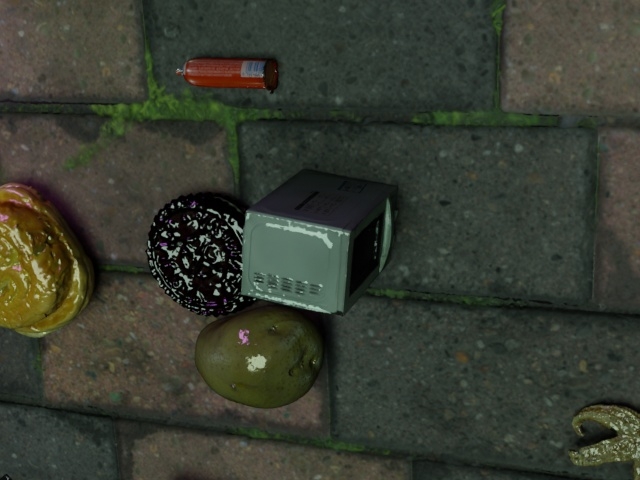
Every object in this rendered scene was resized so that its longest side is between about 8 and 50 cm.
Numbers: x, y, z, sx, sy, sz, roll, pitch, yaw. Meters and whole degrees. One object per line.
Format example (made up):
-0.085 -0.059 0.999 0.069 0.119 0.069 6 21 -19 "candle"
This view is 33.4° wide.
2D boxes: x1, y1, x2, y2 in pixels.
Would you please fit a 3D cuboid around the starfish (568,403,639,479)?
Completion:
0.432 0.268 1.397 0.210 0.053 0.150 14 105 20 "starfish"

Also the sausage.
-0.131 -0.227 1.453 0.145 0.048 0.050 4 148 20 "sausage"

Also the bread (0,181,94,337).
-0.456 0.033 1.621 0.198 0.120 0.236 -32 95 25 "bread"

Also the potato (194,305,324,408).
-0.097 0.163 1.523 0.194 0.157 0.157 8 111 35 "potato"

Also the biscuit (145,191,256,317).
-0.162 0.021 1.542 0.195 0.053 0.194 7 110 18 "biscuit"

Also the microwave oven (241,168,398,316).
0.000 0.000 1.387 0.162 0.208 0.122 11 111 17 "microwave oven"

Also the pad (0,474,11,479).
-0.580 0.531 1.904 0.243 0.004 0.163 -37 92 27 "pad"
